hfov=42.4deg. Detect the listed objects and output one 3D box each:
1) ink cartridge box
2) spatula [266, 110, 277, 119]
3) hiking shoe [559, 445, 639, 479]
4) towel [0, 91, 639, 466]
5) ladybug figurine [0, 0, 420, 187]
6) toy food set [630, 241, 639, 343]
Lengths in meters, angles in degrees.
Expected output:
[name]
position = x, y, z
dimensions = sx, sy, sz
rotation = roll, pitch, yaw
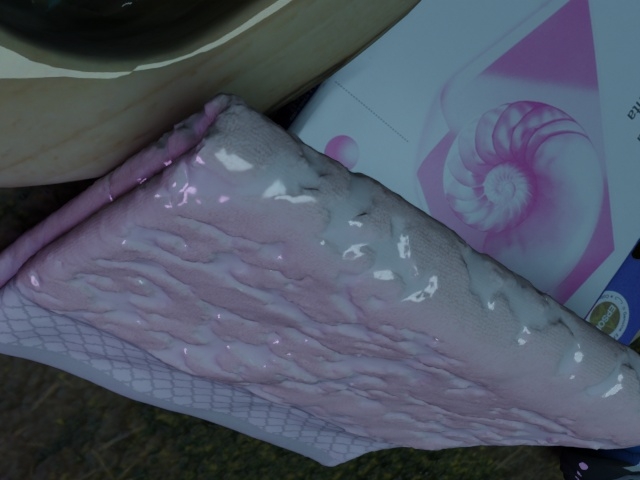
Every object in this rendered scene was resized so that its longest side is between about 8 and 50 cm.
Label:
[ink cartridge box]
position = 0.174, -0.084, 0.543
dimensions = 0.330, 0.071, 0.324
rotation = 36, 88, -19
[spatula]
position = 0.000, 0.000, 0.610
dimensions = 0.242, 0.019, 0.168
rotation = 22, 100, -30
[hiking shoe]
position = 0.354, 0.133, 0.785
dimensions = 0.304, 0.113, 0.132
rotation = -26, 92, -1
[towel]
position = -0.012, 0.066, 0.494
dimensions = 0.332, 0.317, 0.053
rotation = 29, 57, -31
[ladybug figurine]
position = -0.088, -0.207, 0.383
dimensions = 0.449, 0.162, 0.305
rotation = -33, 123, -4
[toy food set]
position = 0.182, 0.003, 0.650
dimensions = 0.128, 0.071, 0.218
rotation = -44, 118, -5
